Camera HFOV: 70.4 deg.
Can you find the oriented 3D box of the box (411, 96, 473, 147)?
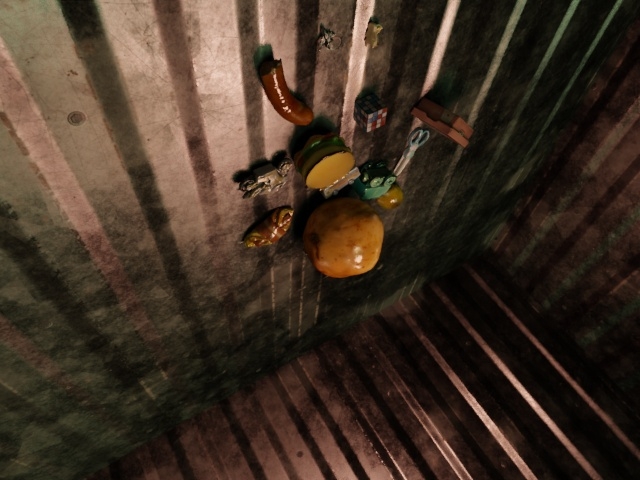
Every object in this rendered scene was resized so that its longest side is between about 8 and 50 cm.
[{"bbox_3d":[0.529,-0.510,1.953,0.215,0.215,0.086,9,117,-53],"label":"box"}]

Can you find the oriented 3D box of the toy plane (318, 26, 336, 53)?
[{"bbox_3d":[0.019,-0.622,1.401,0.079,0.031,0.083,-49,156,-11],"label":"toy plane"}]

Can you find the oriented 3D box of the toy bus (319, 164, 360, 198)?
[{"bbox_3d":[0.082,-0.263,1.980,0.190,0.064,0.075,-34,146,-4],"label":"toy bus"}]

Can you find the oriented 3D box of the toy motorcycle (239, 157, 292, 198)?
[{"bbox_3d":[-0.200,-0.223,1.713,0.224,0.073,0.152,-30,154,-14],"label":"toy motorcycle"}]

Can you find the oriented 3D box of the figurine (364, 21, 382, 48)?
[{"bbox_3d":[0.177,-0.677,1.489,0.050,0.047,0.083,-35,149,-36],"label":"figurine"}]

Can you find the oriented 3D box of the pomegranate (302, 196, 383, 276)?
[{"bbox_3d":[0.127,-0.018,2.087,0.409,0.410,0.410,-27,151,-17],"label":"pomegranate"}]

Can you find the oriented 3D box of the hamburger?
[{"bbox_3d":[0.010,-0.317,1.729,0.236,0.149,0.237,-23,156,-11],"label":"hamburger"}]

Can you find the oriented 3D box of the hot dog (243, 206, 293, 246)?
[{"bbox_3d":[-0.212,-0.041,1.950,0.261,0.093,0.123,-41,152,8],"label":"hot dog"}]

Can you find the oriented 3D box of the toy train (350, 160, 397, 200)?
[{"bbox_3d":[0.247,-0.273,2.105,0.203,0.112,0.163,-10,149,-39],"label":"toy train"}]

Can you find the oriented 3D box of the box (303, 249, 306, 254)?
[{"bbox_3d":[0.000,0.000,2.311,0.115,0.036,0.178,-3,138,-45],"label":"box"}]

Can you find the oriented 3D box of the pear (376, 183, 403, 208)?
[{"bbox_3d":[0.363,-0.216,2.328,0.140,0.104,0.141,-26,146,-19],"label":"pear"}]

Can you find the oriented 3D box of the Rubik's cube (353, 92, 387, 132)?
[{"bbox_3d":[0.189,-0.487,1.730,0.092,0.092,0.092,-27,150,-17],"label":"Rubik's cube"}]

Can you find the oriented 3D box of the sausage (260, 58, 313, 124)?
[{"bbox_3d":[-0.111,-0.458,1.451,0.102,0.076,0.302,-38,152,4],"label":"sausage"}]

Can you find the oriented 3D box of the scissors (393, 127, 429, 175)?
[{"bbox_3d":[0.422,-0.419,2.159,0.125,0.030,0.256,-6,137,-45],"label":"scissors"}]
